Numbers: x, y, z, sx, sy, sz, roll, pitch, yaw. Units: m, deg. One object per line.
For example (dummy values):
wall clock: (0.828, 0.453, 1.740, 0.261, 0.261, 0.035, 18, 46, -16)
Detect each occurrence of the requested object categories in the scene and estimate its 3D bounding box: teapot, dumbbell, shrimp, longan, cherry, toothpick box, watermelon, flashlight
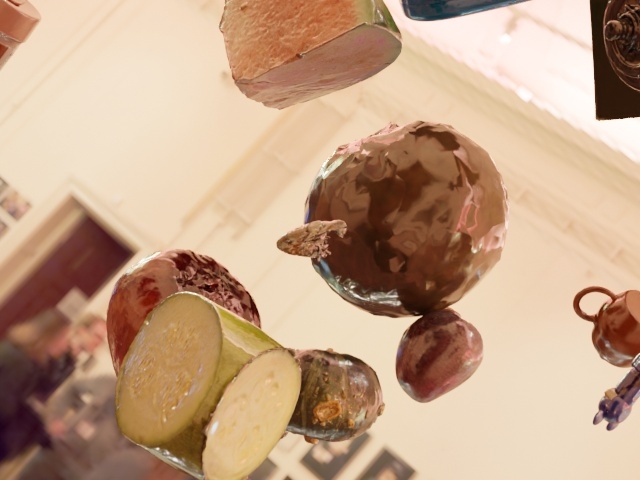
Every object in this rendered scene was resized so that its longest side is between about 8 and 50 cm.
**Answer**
teapot: (0.436, 0.133, 1.769, 0.173, 0.116, 0.116, 40, -10, 2)
dumbbell: (0.540, -0.315, 1.794, 0.192, 0.290, 0.192, 173, -90, -67)
shrimp: (0.000, 0.000, 1.608, 0.161, 0.091, 0.034, 19, 51, -72)
longan: (0.159, -0.046, 2.287, 0.391, 0.391, 0.391, 41, -10, 9)
cherry: (0.207, 0.206, 2.196, 0.140, 0.176, 0.176, 53, -11, -7)
toothpick box: (-0.423, -0.243, 1.493, 0.098, 0.149, 0.098, 39, 11, -9)
watermelon: (-0.027, -0.344, 1.869, 0.319, 0.292, 0.222, -4, 73, -69)
flashlight: (0.344, 0.158, 1.355, 0.057, 0.121, 0.035, 26, 12, -47)

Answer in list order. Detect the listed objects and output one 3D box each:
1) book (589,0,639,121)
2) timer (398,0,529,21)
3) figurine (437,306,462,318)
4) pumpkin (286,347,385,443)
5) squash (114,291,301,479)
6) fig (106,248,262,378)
book: (0.635, -0.338, 2.052, 0.371, 0.260, 0.043, 1, 8, 33)
timer: (0.310, -0.511, 2.314, 0.309, 0.340, 0.115, -91, 168, -67)
figurine: (0.232, 0.201, 2.357, 0.126, 0.114, 0.157, -101, 169, -52)
pumpkin: (0.002, 0.239, 1.885, 0.190, 0.190, 0.146, 116, -31, -79)
squash: (-0.167, 0.149, 1.391, 0.260, 0.189, 0.189, 27, -17, 30)
fig: (-0.201, 0.140, 1.767, 0.224, 0.224, 0.263, 29, -54, 52)
